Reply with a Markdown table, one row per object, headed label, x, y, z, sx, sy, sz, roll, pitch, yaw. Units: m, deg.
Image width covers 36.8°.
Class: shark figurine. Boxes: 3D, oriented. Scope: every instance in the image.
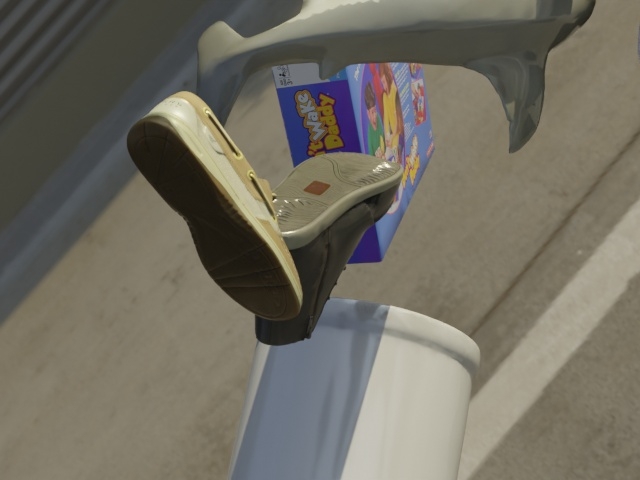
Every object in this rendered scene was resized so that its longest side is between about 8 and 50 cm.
| label | x | y | z | sx | sy | sz | roll | pitch | yaw |
| --- | --- | --- | --- | --- | --- | --- | --- | --- | --- |
| shark figurine | 0.064 | -0.097 | 0.524 | 0.278 | 0.116 | 0.166 | -16 | 5 | -16 |

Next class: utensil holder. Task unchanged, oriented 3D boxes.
| label | x | y | z | sx | sy | sz | roll | pitch | yaw |
| --- | --- | --- | --- | --- | --- | --- | --- | --- | --- |
| utensil holder | 0.031 | 0.312 | 1.332 | 0.328 | 0.328 | 0.385 | -11 | 59 | 48 |

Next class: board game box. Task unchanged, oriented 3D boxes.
| label | x | y | z | sx | sy | sz | roll | pitch | yaw |
| --- | --- | --- | --- | --- | --- | --- | --- | --- | --- |
| board game box | 0.054 | -0.151 | 1.134 | 0.078 | 0.233 | 0.347 | -4 | 24 | 19 |

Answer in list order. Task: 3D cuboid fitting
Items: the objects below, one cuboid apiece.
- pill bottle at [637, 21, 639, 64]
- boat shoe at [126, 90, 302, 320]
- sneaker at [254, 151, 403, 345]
| label | x | y | z | sx | sy | sz | roll | pitch | yaw |
| --- | --- | --- | --- | --- | --- | --- | --- | --- | --- |
| pill bottle | 0.490 | -0.178 | 0.948 | 0.176 | 0.176 | 0.318 | -48 | 44 | -1 |
| boat shoe | -0.044 | -0.017 | 0.496 | 0.050 | 0.135 | 0.045 | -8 | 36 | 33 |
| sneaker | 0.000 | 0.000 | 0.874 | 0.083 | 0.118 | 0.222 | 20 | 32 | 27 |
